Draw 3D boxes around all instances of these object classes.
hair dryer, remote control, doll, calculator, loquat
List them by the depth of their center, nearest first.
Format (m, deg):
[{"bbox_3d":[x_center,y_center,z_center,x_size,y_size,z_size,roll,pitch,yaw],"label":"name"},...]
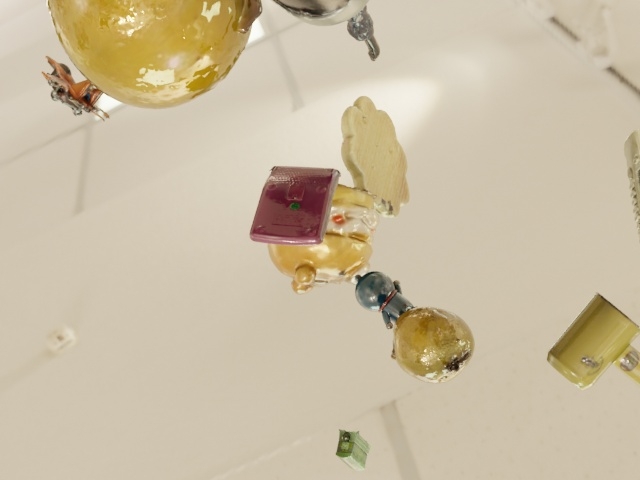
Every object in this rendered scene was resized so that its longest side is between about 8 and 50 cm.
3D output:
[{"bbox_3d":[-0.222,-0.358,1.455,0.359,0.328,0.328,-12,-147,19],"label":"loquat"},{"bbox_3d":[0.498,0.218,1.590,0.135,0.278,0.090,-52,-175,6],"label":"hair dryer"},{"bbox_3d":[-0.041,-0.063,1.679,0.126,0.034,0.191,4,-138,9],"label":"calculator"},{"bbox_3d":[0.587,-0.084,1.809,0.049,0.090,0.230,-3,-107,-3],"label":"remote control"},{"bbox_3d":[0.216,0.207,2.036,0.204,0.172,0.150,15,-94,48],"label":"loquat"},{"bbox_3d":[0.133,0.122,2.154,0.114,0.152,0.085,-49,173,-36],"label":"doll"}]

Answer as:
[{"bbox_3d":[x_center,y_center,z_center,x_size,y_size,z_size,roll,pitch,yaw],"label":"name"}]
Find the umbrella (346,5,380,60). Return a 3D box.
[{"bbox_3d":[0.081,-0.472,2.171,0.070,0.248,0.071,-9,-116,20],"label":"umbrella"}]

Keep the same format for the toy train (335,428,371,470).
[{"bbox_3d":[0.058,0.381,1.851,0.038,0.093,0.056,2,-119,25],"label":"toy train"}]

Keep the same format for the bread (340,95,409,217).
[{"bbox_3d":[0.132,-0.205,2.519,0.054,0.316,0.316,-16,-149,31],"label":"bread"}]

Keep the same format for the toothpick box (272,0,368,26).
[{"bbox_3d":[-0.022,-0.509,1.780,0.229,0.229,0.316,-14,169,21],"label":"toothpick box"}]

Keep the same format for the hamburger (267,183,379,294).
[{"bbox_3d":[0.000,0.000,2.347,0.276,0.276,0.237,-5,-105,33],"label":"hamburger"}]

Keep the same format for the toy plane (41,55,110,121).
[{"bbox_3d":[-0.414,-0.249,1.647,0.188,0.135,0.062,33,-91,40],"label":"toy plane"}]
